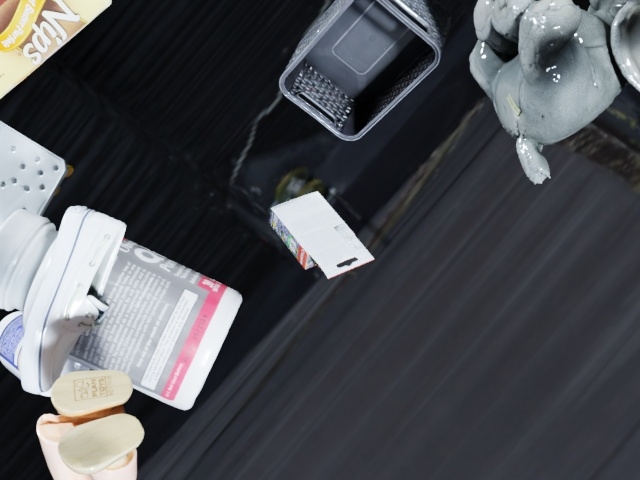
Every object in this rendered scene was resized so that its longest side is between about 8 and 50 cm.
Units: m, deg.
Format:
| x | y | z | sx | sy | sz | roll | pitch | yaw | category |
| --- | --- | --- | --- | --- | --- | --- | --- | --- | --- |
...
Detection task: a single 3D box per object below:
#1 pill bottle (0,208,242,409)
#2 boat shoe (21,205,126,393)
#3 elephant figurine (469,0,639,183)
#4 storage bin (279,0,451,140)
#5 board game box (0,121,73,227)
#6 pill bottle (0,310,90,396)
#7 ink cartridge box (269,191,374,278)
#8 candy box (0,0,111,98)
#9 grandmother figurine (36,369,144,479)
| x | y | z | sx | sy | sz | roll | pitch | yaw | category |
| --- | --- | --- | --- | --- | --- | --- | --- | --- | --- |
| -0.281 | 0.084 | 1.111 | 0.319 | 0.176 | 0.176 | 26 | 2 | -4 | pill bottle |
| -0.286 | 0.074 | 0.973 | 0.076 | 0.226 | 0.083 | 14 | 0 | 1 | boat shoe |
| 0.286 | -0.194 | 0.833 | 0.169 | 0.240 | 0.186 | -120 | -154 | -46 | elephant figurine |
| 0.051 | -0.219 | 0.973 | 0.122 | 0.180 | 0.084 | 36 | 43 | -15 | storage bin |
| -0.702 | -0.061 | 1.547 | 0.390 | 0.389 | 0.050 | 30 | 1 | 14 | board game box |
| -0.456 | 0.174 | 1.344 | 0.112 | 0.112 | 0.187 | 40 | -16 | -36 | pill bottle |
| 0.000 | 0.000 | 0.898 | 0.115 | 0.063 | 0.029 | 51 | -31 | 32 | ink cartridge box |
| -0.280 | -0.246 | 0.755 | 0.087 | 0.183 | 0.316 | 46 | 16 | -36 | candy box |
| -0.224 | 0.289 | 0.861 | 0.104 | 0.342 | 0.207 | -2 | 35 | -12 | grandmother figurine |
